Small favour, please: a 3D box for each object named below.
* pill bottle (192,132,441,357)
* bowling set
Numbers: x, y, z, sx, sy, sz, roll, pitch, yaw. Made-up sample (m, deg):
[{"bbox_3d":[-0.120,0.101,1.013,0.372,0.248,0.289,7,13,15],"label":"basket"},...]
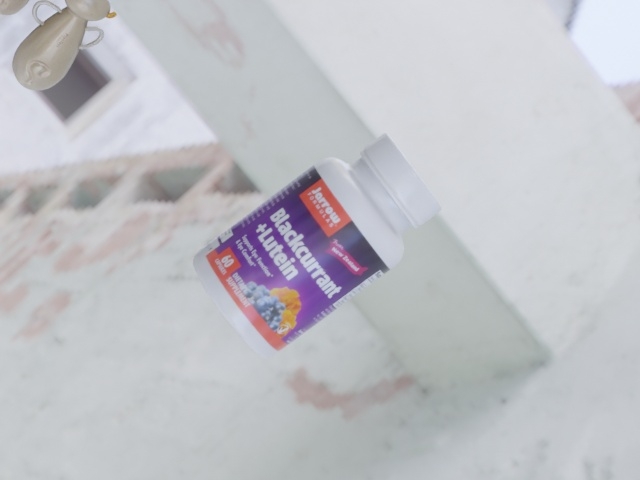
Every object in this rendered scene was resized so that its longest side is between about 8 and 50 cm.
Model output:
[{"bbox_3d":[0.000,0.000,1.307,0.193,0.108,0.108,-37,-164,3],"label":"pill bottle"},{"bbox_3d":[-0.346,-0.309,1.621,0.154,0.287,0.200,-44,-150,40],"label":"bowling set"}]
